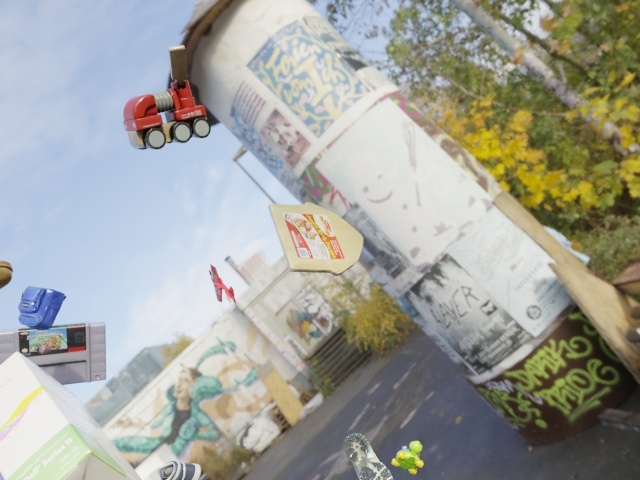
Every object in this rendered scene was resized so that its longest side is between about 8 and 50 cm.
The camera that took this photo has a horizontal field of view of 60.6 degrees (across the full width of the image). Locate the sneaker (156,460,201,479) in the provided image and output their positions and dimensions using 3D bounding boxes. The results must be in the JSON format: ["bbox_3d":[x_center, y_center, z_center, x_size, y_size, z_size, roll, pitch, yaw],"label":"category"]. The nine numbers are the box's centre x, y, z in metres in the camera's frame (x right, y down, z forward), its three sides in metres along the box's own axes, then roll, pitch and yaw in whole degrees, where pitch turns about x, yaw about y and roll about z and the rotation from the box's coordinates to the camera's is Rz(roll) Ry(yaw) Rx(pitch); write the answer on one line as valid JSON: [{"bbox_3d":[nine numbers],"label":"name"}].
[{"bbox_3d":[-0.616,1.009,2.196,0.153,0.099,0.282,36,-96,-39],"label":"sneaker"}]

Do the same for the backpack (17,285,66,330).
[{"bbox_3d":[-0.830,0.198,1.605,0.101,0.097,0.120,46,-128,-61],"label":"backpack"}]

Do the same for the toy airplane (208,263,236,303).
[{"bbox_3d":[-0.291,0.136,1.623,0.028,0.151,0.151,-25,-15,-26],"label":"toy airplane"}]

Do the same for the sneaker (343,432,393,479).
[{"bbox_3d":[0.177,0.779,1.820,0.110,0.283,0.122,-26,-49,-3],"label":"sneaker"}]

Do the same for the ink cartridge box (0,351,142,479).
[{"bbox_3d":[-0.469,0.331,0.942,0.119,0.353,0.207,-44,-38,-22],"label":"ink cartridge box"}]

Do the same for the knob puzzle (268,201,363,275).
[{"bbox_3d":[0.000,0.000,1.113,0.213,0.213,0.030,-37,-18,-48],"label":"knob puzzle"}]

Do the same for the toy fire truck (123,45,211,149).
[{"bbox_3d":[-0.421,-0.383,1.483,0.217,0.247,0.158,-24,22,-36],"label":"toy fire truck"}]

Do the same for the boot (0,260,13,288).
[{"bbox_3d":[-0.710,0.150,1.022,0.305,0.115,0.112,-35,-18,-23],"label":"boot"}]

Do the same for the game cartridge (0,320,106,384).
[{"bbox_3d":[-0.964,0.415,1.979,0.354,0.230,0.068,-2,14,-26],"label":"game cartridge"}]

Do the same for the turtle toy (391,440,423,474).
[{"bbox_3d":[0.313,0.755,1.921,0.066,0.095,0.130,-67,3,-55],"label":"turtle toy"}]
